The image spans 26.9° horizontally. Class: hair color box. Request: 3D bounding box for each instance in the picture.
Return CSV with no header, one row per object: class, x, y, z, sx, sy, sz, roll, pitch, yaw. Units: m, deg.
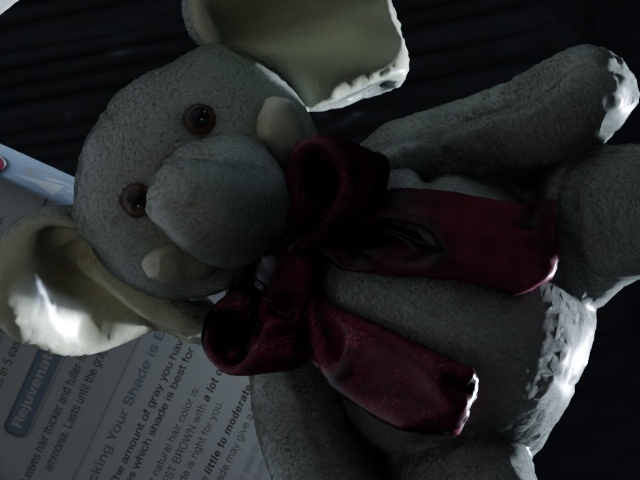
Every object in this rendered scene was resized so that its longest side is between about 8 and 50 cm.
hair color box,-0.140,0.074,0.835,0.113,0.375,0.185,-104,-141,-80

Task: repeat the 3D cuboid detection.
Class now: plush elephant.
plush elephant,0.000,0.000,0.613,0.271,0.255,0.330,-64,-161,4

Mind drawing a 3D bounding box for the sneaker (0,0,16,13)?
sneaker,-0.198,-0.236,0.810,0.127,0.316,0.182,67,4,-45
